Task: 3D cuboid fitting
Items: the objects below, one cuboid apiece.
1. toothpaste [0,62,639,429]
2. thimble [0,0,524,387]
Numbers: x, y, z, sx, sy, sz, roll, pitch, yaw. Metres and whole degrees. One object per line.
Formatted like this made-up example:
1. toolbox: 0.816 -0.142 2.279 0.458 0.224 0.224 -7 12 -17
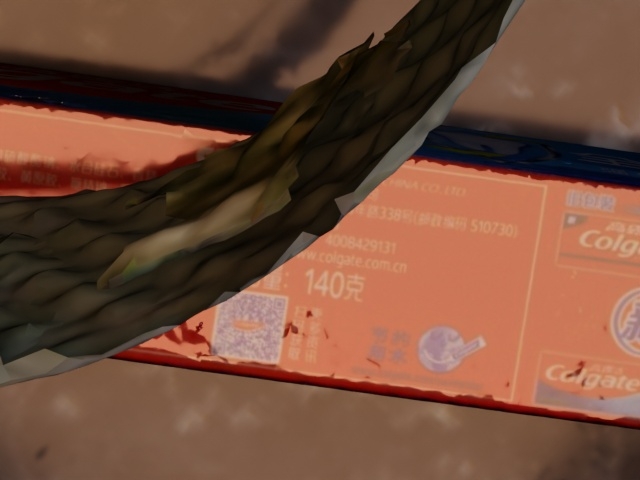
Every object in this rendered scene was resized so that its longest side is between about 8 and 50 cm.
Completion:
1. toothpaste: 0.000 0.000 0.488 0.320 0.076 0.066 9 100 -3
2. thimble: -0.075 -0.114 0.342 0.271 0.150 0.270 1 107 2
